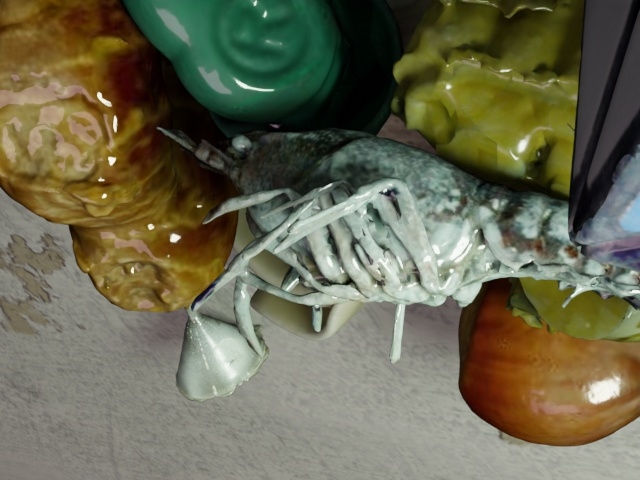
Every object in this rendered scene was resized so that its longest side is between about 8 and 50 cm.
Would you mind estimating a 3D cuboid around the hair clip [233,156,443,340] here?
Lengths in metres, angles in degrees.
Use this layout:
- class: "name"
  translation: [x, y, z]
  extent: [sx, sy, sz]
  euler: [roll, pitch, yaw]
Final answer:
- class: "hair clip"
  translation: [0.013, 0.014, 1.241]
  extent: [0.282, 0.172, 0.113]
  euler: [0, 130, 49]

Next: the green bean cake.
- class: "green bean cake"
  translation: [0.193, -0.053, 0.979]
  extent: [0.285, 0.202, 0.310]
  euler: [17, 145, 18]

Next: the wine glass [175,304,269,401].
- class: "wine glass"
  translation: [-0.148, 0.080, 1.478]
  extent: [0.122, 0.122, 0.183]
  euler: [0, 132, 36]

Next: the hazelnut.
- class: "hazelnut"
  translation: [0.219, 0.084, 1.165]
  extent: [0.186, 0.210, 0.210]
  euler: [55, 149, 15]

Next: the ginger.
- class: "ginger"
  translation: [-0.167, -0.123, 1.077]
  extent: [0.152, 0.274, 0.357]
  euler: [-4, 143, 25]

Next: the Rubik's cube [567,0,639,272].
- class: "Rubik's cube"
  translation: [0.315, -0.150, 0.629]
  extent: [0.307, 0.310, 0.305]
  euler: [14, 145, -6]

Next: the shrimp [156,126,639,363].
- class: "shrimp"
  translation: [0.068, 0.012, 0.889]
  extent: [0.411, 0.166, 0.221]
  euler: [8, 173, 21]

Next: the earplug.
- class: "earplug"
  translation: [-0.049, -0.167, 1.036]
  extent: [0.257, 0.164, 0.280]
  euler: [40, 176, 24]
